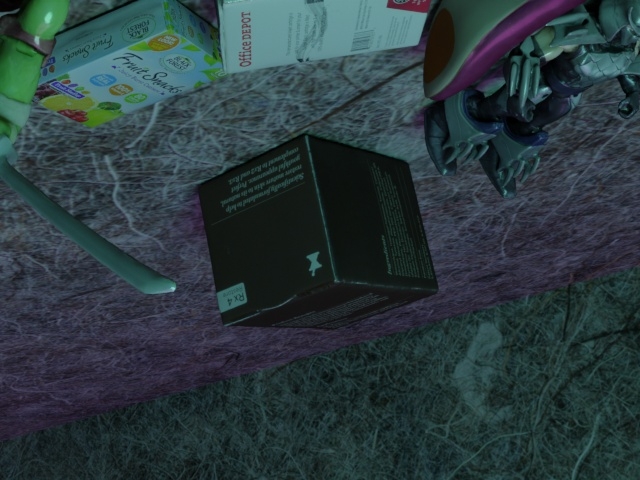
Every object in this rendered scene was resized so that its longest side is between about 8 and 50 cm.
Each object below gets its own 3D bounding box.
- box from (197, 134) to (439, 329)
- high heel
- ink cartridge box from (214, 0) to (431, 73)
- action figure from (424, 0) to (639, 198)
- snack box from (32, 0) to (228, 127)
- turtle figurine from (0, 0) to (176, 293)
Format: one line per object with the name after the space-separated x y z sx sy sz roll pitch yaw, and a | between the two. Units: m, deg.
0.000 0.000 1.182 0.168 0.167 0.203 -22 162 34 | box
0.168 -0.183 0.821 0.117 0.082 0.244 4 147 -19 | high heel
-0.002 -0.177 0.740 0.150 0.063 0.109 -10 165 -6 | ink cartridge box
0.220 -0.142 0.979 0.185 0.099 0.285 2 157 -28 | action figure
-0.154 -0.138 0.816 0.141 0.037 0.100 -18 165 20 | snack box
-0.205 -0.127 0.477 0.266 0.274 0.198 -6 151 12 | turtle figurine
